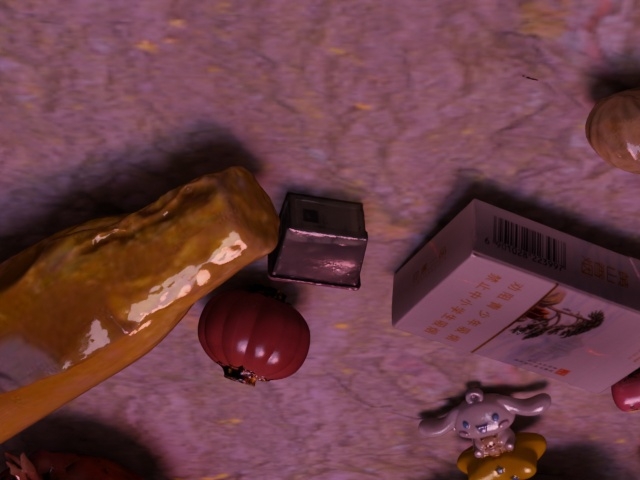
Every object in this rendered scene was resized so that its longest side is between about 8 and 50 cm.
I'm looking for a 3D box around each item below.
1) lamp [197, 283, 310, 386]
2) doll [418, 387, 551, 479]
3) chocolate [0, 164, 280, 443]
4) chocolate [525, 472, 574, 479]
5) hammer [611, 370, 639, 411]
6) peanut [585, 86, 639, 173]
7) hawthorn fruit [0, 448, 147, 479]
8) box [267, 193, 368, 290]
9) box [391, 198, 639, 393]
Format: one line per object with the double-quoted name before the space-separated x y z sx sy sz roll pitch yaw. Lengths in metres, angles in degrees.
"lamp" -0.062 0.088 1.365 0.107 0.092 0.107 18 168 4
"doll" 0.184 0.194 1.519 0.113 0.071 0.135 42 119 -15
"chocolate" -0.236 0.060 1.303 0.445 0.162 0.162 -30 130 25
"chocolate" 0.220 0.367 1.583 0.284 0.283 0.186 -25 117 25
"hammer" 0.335 0.148 1.476 0.083 0.043 0.043 -11 137 11
"peanut" 0.300 -0.074 1.204 0.187 0.082 0.082 25 132 -25
"hawthorn fruit" -0.266 0.331 1.525 0.276 0.276 0.307 -5 122 5
"box" 0.000 0.000 1.298 0.085 0.060 0.063 9 129 -10
"box" 0.201 0.057 1.338 0.233 0.067 0.149 19 147 -19
